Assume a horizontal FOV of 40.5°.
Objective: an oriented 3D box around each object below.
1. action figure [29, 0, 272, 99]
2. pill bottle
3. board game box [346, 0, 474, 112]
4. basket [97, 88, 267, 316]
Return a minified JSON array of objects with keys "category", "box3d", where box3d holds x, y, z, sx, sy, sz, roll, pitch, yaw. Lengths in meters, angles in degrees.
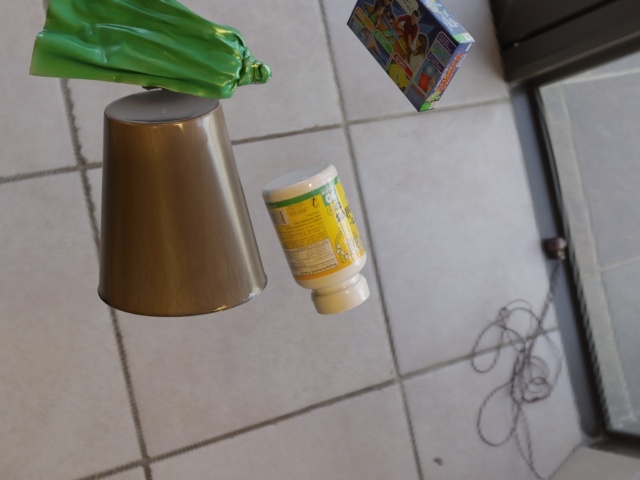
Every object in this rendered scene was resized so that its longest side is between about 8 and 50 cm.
[{"category":"action figure","box3d":[-0.163,-0.199,0.892,0.232,0.063,0.137,15,85,-5]},{"category":"pill bottle","box3d":[0.000,0.000,1.295,0.118,0.117,0.208,-26,105,-23]},{"category":"board game box","box3d":[0.128,-0.309,1.285,0.035,0.136,0.201,-18,62,-35]},{"category":"basket","box3d":[-0.167,-0.048,0.997,0.204,0.154,0.226,0,117,1]}]
